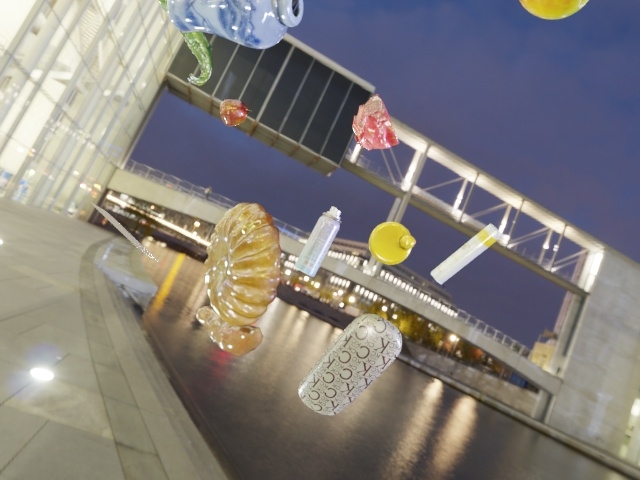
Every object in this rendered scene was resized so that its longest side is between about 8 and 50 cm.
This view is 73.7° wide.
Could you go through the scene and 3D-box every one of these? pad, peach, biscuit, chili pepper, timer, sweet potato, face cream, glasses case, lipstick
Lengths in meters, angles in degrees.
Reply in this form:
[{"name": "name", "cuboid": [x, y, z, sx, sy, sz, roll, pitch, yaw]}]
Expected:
[{"name": "pad", "cuboid": [-0.669, -0.024, 1.469, 0.176, 0.002, 0.266, 22, -27, 40]}, {"name": "peach", "cuboid": [0.628, -0.712, 1.129, 0.230, 0.231, 0.231, 23, -8, 4]}, {"name": "biscuit", "cuboid": [-0.215, 0.060, 1.101, 0.107, 0.327, 0.325, 8, 3, -38]}, {"name": "chili pepper", "cuboid": [-0.363, -0.560, 1.066, 0.076, 0.084, 0.359, -32, -94, 40]}, {"name": "timer", "cuboid": [0.171, 0.006, 1.033, 0.107, 0.107, 0.109, 23, -3, 4]}, {"name": "sweet potato", "cuboid": [-0.257, 0.262, 1.210, 0.095, 0.107, 0.354, -21, 16, -37]}, {"name": "face cream", "cuboid": [0.000, 0.000, 1.375, 0.075, 0.230, 0.075, 29, -1, 1]}, {"name": "glasses case", "cuboid": [0.070, 0.328, 1.106, 0.137, 0.355, 0.085, 36, 27, -2]}, {"name": "lipstick", "cuboid": [0.494, 0.049, 1.458, 0.059, 0.264, 0.059, 37, 24, -19]}]

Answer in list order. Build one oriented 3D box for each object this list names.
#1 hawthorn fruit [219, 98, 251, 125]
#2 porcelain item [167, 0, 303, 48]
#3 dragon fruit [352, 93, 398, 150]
[{"name": "hawthorn fruit", "cuboid": [-0.235, -0.347, 1.152, 0.077, 0.077, 0.077, 23, -8, 4]}, {"name": "porcelain item", "cuboid": [-0.158, -0.436, 0.799, 0.258, 0.142, 0.141, 13, -12, 23]}, {"name": "dragon fruit", "cuboid": [0.212, -0.485, 1.709, 0.162, 0.262, 0.189, -4, -40, -7]}]
